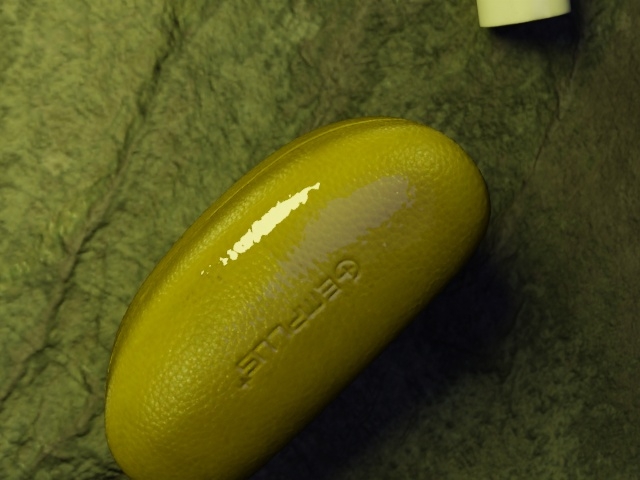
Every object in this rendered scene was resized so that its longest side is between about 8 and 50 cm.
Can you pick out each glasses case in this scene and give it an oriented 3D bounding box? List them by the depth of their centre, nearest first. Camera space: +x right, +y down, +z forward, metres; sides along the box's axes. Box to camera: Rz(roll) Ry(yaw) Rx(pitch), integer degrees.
[{"bbox_3d":[-0.032,0.046,0.709,0.371,0.141,0.173,-45,107,2],"label":"glasses case"}]

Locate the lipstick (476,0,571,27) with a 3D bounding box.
[{"bbox_3d":[0.166,-0.364,0.796,0.087,0.087,0.326,-16,105,-22],"label":"lipstick"}]
